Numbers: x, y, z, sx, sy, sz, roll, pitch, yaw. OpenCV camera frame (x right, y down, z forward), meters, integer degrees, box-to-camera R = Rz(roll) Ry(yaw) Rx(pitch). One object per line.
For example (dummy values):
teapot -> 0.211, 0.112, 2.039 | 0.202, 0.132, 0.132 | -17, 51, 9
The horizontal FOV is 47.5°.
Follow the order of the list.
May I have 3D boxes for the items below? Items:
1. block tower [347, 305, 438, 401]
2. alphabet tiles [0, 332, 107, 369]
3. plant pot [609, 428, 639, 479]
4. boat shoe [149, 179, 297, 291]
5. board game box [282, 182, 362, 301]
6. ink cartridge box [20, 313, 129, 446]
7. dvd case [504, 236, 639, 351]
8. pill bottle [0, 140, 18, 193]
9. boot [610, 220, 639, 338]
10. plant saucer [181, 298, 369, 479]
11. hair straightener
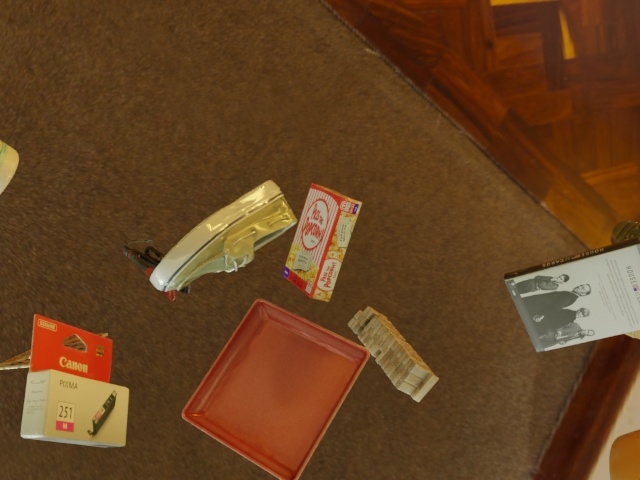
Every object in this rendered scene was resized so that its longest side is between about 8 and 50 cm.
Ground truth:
block tower -> 0.203, 0.318, 2.112 | 0.097, 0.335, 0.091 | 32, 100, -38
alphabet tiles -> -0.615, 0.258, 1.710 | 0.198, 0.237, 0.009 | -8, 97, 17
plant pot -> 0.419, 0.261, 0.702 | 0.205, 0.188, 0.205 | 35, 39, -34
boat shoe -> -0.149, 0.001, 1.211 | 0.094, 0.109, 0.302 | 48, 53, 2
board game box -> 0.000, 0.000, 1.373 | 0.045, 0.147, 0.193 | 15, 97, -27
ink cartridge box -> -0.490, 0.294, 1.498 | 0.275, 0.060, 0.238 | 45, 41, -64
dvd case -> 0.476, 0.104, 1.307 | 0.179, 0.239, 0.029 | 61, 26, -23
pill bottle -> -0.749, -0.187, 1.435 | 0.264, 0.146, 0.146 | 38, 76, -36
boot -> 0.653, 0.103, 1.390 | 0.089, 0.236, 0.269 | -36, 138, -18
plant saucer -> -0.075, 0.260, 1.284 | 0.259, 0.258, 0.047 | -58, 149, -18
hair straightener -> -0.365, 0.057, 1.644 | 0.089, 0.230, 0.047 | -23, 130, -40
